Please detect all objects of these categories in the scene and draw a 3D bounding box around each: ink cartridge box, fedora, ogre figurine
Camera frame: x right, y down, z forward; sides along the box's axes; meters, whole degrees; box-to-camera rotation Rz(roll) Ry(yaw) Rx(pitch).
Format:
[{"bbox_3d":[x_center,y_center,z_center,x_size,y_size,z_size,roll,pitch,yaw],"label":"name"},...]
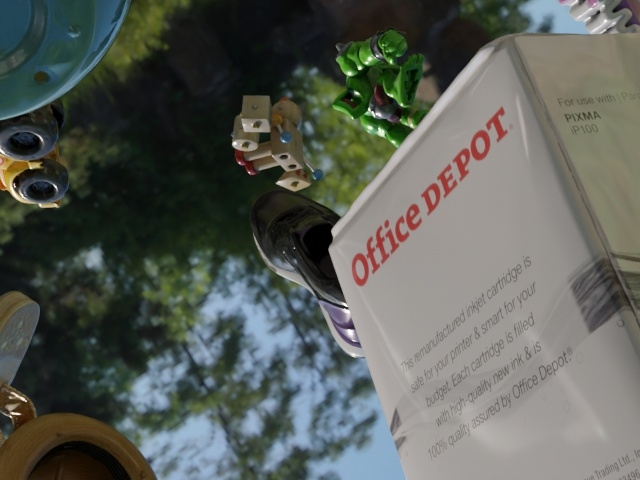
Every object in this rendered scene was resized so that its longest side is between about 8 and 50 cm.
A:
[{"bbox_3d":[0.129,0.073,0.571,0.117,0.283,0.207,-6,155,-28],"label":"ink cartridge box"},{"bbox_3d":[-0.230,0.253,1.111,0.079,0.194,0.194,-39,-175,40],"label":"fedora"},{"bbox_3d":[0.081,-0.181,1.526,0.118,0.197,0.097,21,-103,39],"label":"ogre figurine"}]

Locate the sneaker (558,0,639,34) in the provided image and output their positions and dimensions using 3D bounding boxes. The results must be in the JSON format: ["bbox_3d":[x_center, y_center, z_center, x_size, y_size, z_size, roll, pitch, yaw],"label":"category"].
[{"bbox_3d":[0.387,-0.257,1.491,0.104,0.236,0.095,-36,-177,-18],"label":"sneaker"}]

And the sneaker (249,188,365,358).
[{"bbox_3d":[0.000,0.000,1.408,0.107,0.124,0.283,-34,-134,-11],"label":"sneaker"}]

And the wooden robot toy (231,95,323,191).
[{"bbox_3d":[-0.051,-0.119,1.315,0.076,0.173,0.079,-6,-115,20],"label":"wooden robot toy"}]

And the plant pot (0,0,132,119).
[{"bbox_3d":[-0.269,-0.228,0.948,0.293,0.293,0.235,-29,-139,10],"label":"plant pot"}]

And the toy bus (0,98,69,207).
[{"bbox_3d":[-0.424,-0.137,1.531,0.211,0.220,0.149,-9,-125,-6],"label":"toy bus"}]

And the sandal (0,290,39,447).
[{"bbox_3d":[-0.294,0.167,1.143,0.088,0.079,0.240,-22,139,-62],"label":"sandal"}]
